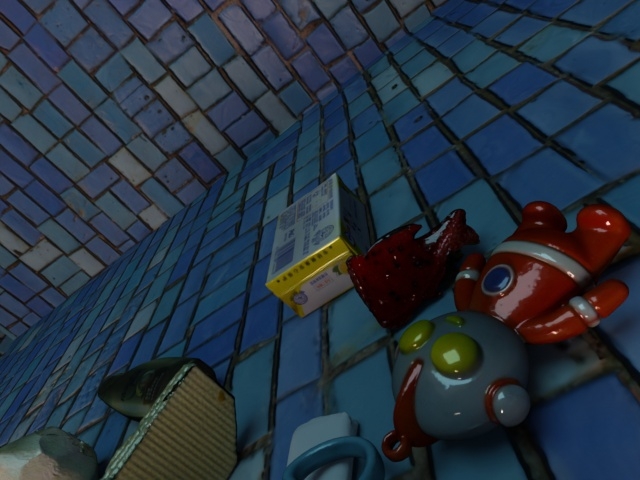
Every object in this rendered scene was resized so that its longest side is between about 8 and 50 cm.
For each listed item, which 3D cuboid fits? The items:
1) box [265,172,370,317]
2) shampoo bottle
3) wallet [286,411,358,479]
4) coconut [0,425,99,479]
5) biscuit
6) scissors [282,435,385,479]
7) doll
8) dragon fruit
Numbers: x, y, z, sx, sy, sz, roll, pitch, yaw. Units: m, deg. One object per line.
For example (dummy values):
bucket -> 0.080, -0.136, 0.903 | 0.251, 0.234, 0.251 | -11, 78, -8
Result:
box -> 0.000, 0.000, 0.932 | 0.168, 0.097, 0.265 | -34, 25, 17
shampoo bottle -> -0.332, 0.291, 0.961 | 0.350, 0.084, 0.125 | -16, 37, 46
wallet -> -0.006, 0.279, 0.548 | 0.095, 0.033, 0.190 | -27, 28, 26
coconut -> -0.497, 0.415, 0.872 | 0.171, 0.183, 0.171 | -31, 30, 20
biscuit -> -0.201, 0.305, 0.652 | 0.052, 0.150, 0.252 | -8, 41, 50
scissors -> 0.031, 0.250, 0.323 | 0.193, 0.029, 0.447 | -30, 7, -19
doll -> 0.174, 0.087, 0.511 | 0.336, 0.105, 0.200 | -47, 24, -13
dragon fruit -> 0.125, 0.018, 0.699 | 0.192, 0.122, 0.092 | -42, 9, 6
